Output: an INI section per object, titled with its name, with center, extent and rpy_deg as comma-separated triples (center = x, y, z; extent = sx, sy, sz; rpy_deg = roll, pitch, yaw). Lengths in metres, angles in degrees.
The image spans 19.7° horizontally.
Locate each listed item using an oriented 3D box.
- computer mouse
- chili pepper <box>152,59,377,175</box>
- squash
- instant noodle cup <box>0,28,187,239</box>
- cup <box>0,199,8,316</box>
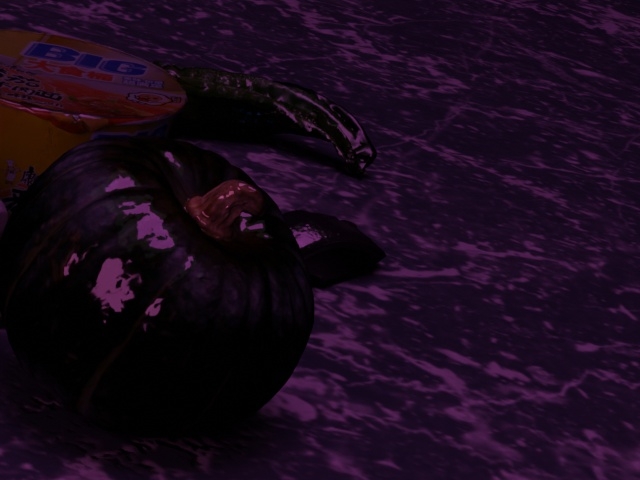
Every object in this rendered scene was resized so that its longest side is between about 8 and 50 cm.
[computer mouse]
center = 0.000, 0.000, 1.518
extent = 0.079, 0.047, 0.135
rpy_deg = 30, 23, 37
[chili pepper]
center = -0.085, -0.126, 1.781
extent = 0.278, 0.065, 0.122
rpy_deg = 12, 15, -17
[squash]
center = -0.105, 0.027, 1.184
extent = 0.218, 0.172, 0.218
rpy_deg = 11, 22, -5
[instant noodle cup]
center = -0.214, -0.059, 1.385
extent = 0.205, 0.153, 0.205
rpy_deg = 14, 19, -5
[cup]
center = -0.282, 0.012, 1.222
extent = 0.142, 0.173, 0.134
rpy_deg = 24, 53, 23
